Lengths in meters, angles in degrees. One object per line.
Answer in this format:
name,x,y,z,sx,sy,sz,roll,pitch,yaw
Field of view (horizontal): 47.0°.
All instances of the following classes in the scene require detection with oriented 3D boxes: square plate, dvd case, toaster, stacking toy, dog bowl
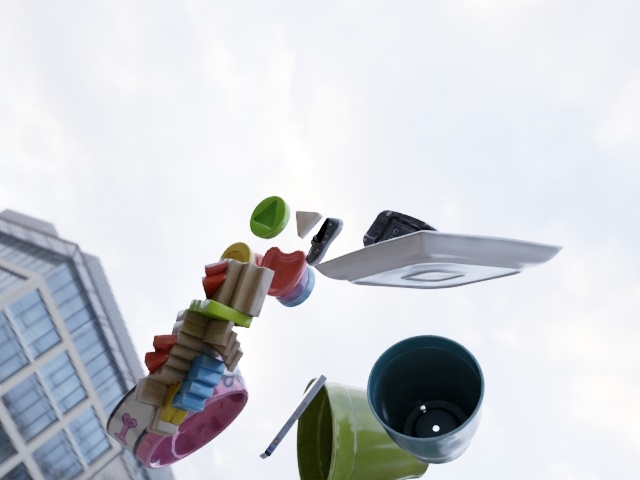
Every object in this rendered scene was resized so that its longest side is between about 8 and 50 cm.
square plate,0.218,0.048,1.406,0.344,0.348,0.049,-21,-113,55
dvd case,-0.076,0.478,1.986,0.022,0.253,0.180,37,-21,4
toaster,0.222,0.027,1.770,0.227,0.129,0.146,23,-16,39
stacking toy,-0.106,0.037,2.049,0.309,0.279,0.130,20,-12,43
dog bowl,-0.375,0.470,2.047,0.150,0.408,0.408,49,-36,21

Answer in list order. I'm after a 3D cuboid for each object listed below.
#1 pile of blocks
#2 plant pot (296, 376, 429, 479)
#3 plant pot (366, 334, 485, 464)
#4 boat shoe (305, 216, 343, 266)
pile of blocks,-0.217,0.179,1.239,0.113,0.362,0.149,26,8,-28
plant pot,0.144,0.620,2.291,0.366,0.353,0.366,-173,-90,-72
plant pot,0.270,0.411,1.786,0.272,0.271,0.255,22,-29,32
boat shoe,0.000,0.000,1.660,0.142,0.040,0.049,-55,-146,29
